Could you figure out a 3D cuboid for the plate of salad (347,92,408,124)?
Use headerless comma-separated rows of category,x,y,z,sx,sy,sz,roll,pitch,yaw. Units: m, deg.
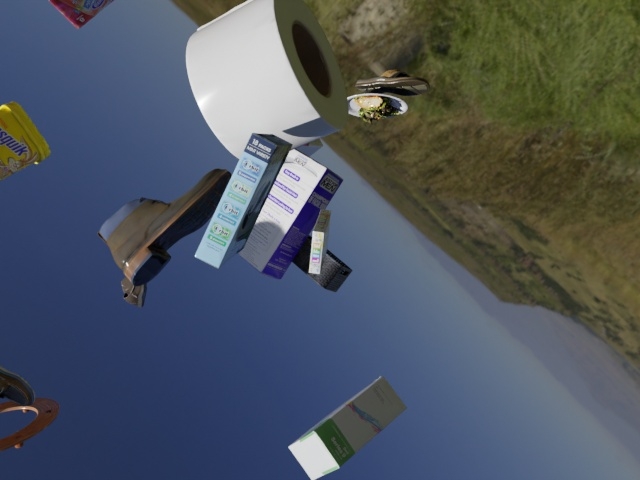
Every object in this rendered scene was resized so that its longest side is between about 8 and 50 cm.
plate of salad,0.158,-0.386,1.774,0.200,0.199,0.048,22,-111,-67

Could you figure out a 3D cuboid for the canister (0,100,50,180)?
canister,-0.633,-0.175,1.159,0.073,0.170,0.126,-11,115,48

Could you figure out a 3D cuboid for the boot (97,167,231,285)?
boot,-0.237,-0.047,0.901,0.106,0.219,0.082,42,177,16

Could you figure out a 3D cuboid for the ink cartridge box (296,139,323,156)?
ink cartridge box,-0.153,-0.433,2.133,0.226,0.131,0.306,-11,-108,-59

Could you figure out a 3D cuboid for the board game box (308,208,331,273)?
board game box,0.000,0.000,1.426,0.026,0.104,0.154,8,-158,4

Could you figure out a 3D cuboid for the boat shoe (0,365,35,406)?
boat shoe,-0.778,0.350,1.452,0.183,0.066,0.066,31,-156,5

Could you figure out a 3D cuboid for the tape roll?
tape roll,-0.081,-0.268,0.999,0.246,0.169,0.246,47,-148,-43

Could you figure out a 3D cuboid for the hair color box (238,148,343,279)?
hair color box,-0.107,-0.083,1.702,0.185,0.339,0.110,36,-174,35

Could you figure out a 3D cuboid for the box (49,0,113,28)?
box,-0.568,-0.596,1.275,0.257,0.122,0.128,49,179,13

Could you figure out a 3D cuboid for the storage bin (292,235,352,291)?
storage bin,-0.009,0.061,1.753,0.180,0.084,0.122,40,-175,25

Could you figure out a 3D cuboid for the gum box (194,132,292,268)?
gum box,-0.105,-0.063,0.865,0.041,0.185,0.157,26,-170,1

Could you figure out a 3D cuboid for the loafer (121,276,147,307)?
loafer,-0.581,0.137,1.872,0.078,0.220,0.080,9,-133,-13

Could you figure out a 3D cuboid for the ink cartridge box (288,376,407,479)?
ink cartridge box,0.058,0.397,1.277,0.212,0.154,0.093,-31,-103,-36

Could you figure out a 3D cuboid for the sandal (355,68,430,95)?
sandal,0.207,-0.459,1.734,0.219,0.060,0.090,7,170,31

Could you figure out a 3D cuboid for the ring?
ring,-0.890,0.520,1.648,0.336,0.336,0.032,-78,-19,-79
